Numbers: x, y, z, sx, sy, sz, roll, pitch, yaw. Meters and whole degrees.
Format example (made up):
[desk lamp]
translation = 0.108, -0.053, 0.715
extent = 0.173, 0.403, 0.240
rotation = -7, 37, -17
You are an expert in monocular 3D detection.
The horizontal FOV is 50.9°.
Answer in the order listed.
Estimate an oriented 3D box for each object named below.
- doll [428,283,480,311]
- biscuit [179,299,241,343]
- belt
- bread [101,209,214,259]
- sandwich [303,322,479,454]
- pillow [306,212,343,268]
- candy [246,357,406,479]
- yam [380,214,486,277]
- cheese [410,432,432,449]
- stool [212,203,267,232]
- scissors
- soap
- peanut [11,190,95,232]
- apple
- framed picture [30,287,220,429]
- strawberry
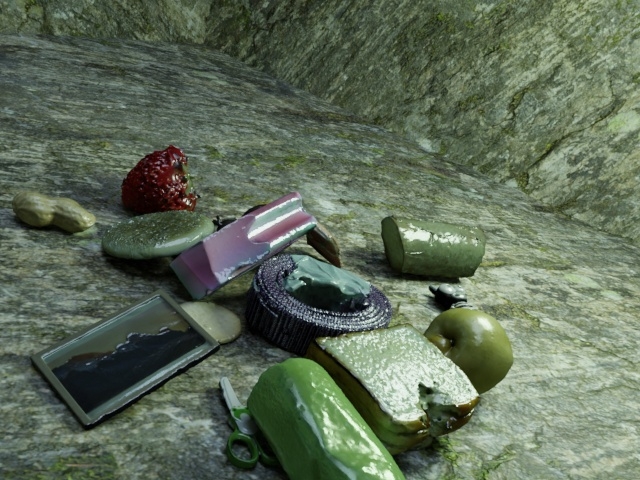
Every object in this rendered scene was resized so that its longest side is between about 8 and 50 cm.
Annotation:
[doll]
translation = 0.354, 0.167, 1.732
extent = 0.090, 0.067, 0.219
rotation = 3, 26, -21
[biscuit]
translation = -0.233, 0.167, 1.389
extent = 0.151, 0.020, 0.152
rotation = 14, 25, -7
[belt]
translation = -0.001, 0.143, 1.480
extent = 0.324, 0.122, 0.260
rotation = 13, 29, -13
[bread]
translation = -0.377, -0.021, 1.567
extent = 0.266, 0.041, 0.267
rotation = -4, 20, 1
[sandwich]
translation = 0.141, 0.266, 1.246
extent = 0.273, 0.095, 0.249
rotation = -3, 33, -43
[pillow]
translation = 0.000, 0.000, 1.712
extent = 0.126, 0.043, 0.232
rotation = 40, -10, 20
[candy]
translation = 0.016, 0.333, 1.049
extent = 0.142, 0.132, 0.343
rotation = 17, 25, -47
[yam]
translation = 0.308, 0.020, 1.894
extent = 0.304, 0.168, 0.168
rotation = 5, 27, -25
[cheese]
translation = 0.134, 0.321, 1.287
extent = 0.096, 0.038, 0.192
rotation = 4, 28, -30
[stool]
translation = -0.174, -0.030, 1.743
extent = 0.217, 0.125, 0.121
rotation = -4, 8, -3
[scissors]
translation = -0.134, 0.306, 1.151
extent = 0.101, 0.027, 0.204
rotation = 8, 26, -32
[soap]
translation = -0.174, 0.015, 1.523
extent = 0.109, 0.192, 0.323
rotation = 56, 41, 1
[peanut]
translation = -0.616, -0.064, 1.555
extent = 0.186, 0.082, 0.082
rotation = 12, 25, -16
[apple]
translation = 0.310, 0.234, 1.422
extent = 0.199, 0.200, 0.200
rotation = 15, 24, -7
[framed picture]
translation = -0.333, 0.195, 1.169
extent = 0.265, 0.018, 0.192
rotation = -30, 51, -36
[strawberry]
translation = -0.420, -0.139, 1.749
extent = 0.201, 0.187, 0.184
rotation = -15, 56, -6
